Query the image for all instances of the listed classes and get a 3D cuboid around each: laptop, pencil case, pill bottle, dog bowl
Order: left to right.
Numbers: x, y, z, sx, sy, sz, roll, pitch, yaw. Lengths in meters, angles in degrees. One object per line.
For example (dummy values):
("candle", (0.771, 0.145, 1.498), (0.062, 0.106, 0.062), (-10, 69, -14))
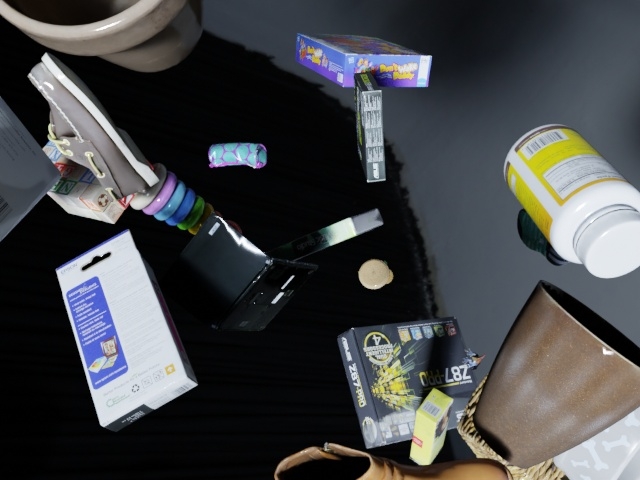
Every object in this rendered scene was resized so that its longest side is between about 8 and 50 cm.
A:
("pencil case", (-0.227, -0.231, 1.717), (0.152, 0.064, 0.070), (3, 71, 20))
("laptop", (-0.183, 0.082, 1.432), (0.234, 0.264, 0.136), (-49, 58, 21))
("pill bottle", (0.326, -0.052, 0.800), (0.117, 0.117, 0.215), (-58, 27, 29))
("dog bowl", (0.590, 0.352, 1.185), (0.102, 0.349, 0.349), (40, 114, 39))

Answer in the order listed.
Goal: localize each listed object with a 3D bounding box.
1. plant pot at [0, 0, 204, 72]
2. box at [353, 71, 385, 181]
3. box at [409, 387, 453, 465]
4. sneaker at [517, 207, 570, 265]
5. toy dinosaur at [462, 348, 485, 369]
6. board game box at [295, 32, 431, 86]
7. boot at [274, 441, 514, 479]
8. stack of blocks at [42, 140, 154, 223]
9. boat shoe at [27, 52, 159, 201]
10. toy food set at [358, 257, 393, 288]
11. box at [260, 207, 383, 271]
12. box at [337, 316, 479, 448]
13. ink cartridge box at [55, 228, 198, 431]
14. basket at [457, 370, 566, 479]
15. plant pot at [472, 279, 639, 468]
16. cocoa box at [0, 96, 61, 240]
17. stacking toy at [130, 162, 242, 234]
("plant pot", (-0.242, -0.321, 0.773), (0.229, 0.263, 0.263), (52, -135, -78))
("box", (0.102, -0.244, 1.331), (0.184, 0.045, 0.190), (-92, -3, -62))
("box", (0.271, 0.468, 1.552), (0.058, 0.087, 0.232), (28, 143, 26))
("sneaker", (0.544, -0.007, 1.465), (0.223, 0.098, 0.083), (-112, 23, -58))
("toy dinosaur", (0.380, 0.300, 1.544), (0.090, 0.082, 0.047), (10, 75, 50))
("board game box", (0.101, -0.479, 1.658), (0.347, 0.233, 0.078), (-131, 41, -56))
("boot", (0.096, 0.308, 0.806), (0.283, 0.220, 0.109), (-14, 46, 14))
("stack of blocks", (-0.570, -0.154, 1.512), (0.297, 0.087, 0.171), (12, 61, 32))
("boat shoe", (-0.363, -0.160, 0.989), (0.097, 0.324, 0.116), (-34, 67, -5))
("toy food set", (0.140, 0.086, 1.625), (0.083, 0.020, 0.082), (-32, 65, 3))
("box", (0.000, 0.000, 1.813), (0.322, 0.232, 0.058), (-24, 89, 26))
("box", (0.264, 0.391, 1.788), (0.097, 0.395, 0.318), (-40, 57, 51))
("ink cartridge box", (-0.386, 0.163, 1.226), (0.176, 0.069, 0.371), (-29, 60, -3))
("basket", (0.482, 0.402, 1.407), (0.299, 0.223, 0.213), (-47, 20, -12))
("plant pot", (0.336, 0.214, 0.919), (0.230, 0.215, 0.215), (-55, 36, 15))
("cocoa box", (-0.662, -0.155, 1.030), (0.228, 0.347, 0.231), (-15, 34, 24))
("stacking toy", (-0.356, -0.071, 1.753), (0.141, 0.330, 0.141), (-36, 35, 30))
